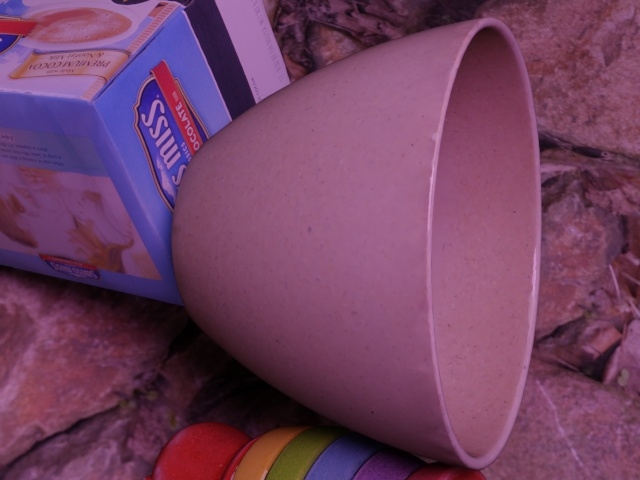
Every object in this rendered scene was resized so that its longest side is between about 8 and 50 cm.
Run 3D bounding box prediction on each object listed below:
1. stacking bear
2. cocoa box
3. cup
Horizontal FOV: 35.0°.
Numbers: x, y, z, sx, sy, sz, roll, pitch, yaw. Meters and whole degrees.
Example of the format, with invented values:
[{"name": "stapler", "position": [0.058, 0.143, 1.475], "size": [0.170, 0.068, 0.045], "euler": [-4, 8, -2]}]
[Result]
[{"name": "stacking bear", "position": [-0.019, 0.229, 0.845], "size": [0.289, 0.164, 0.175], "euler": [8, 29, 33]}, {"name": "cocoa box", "position": [-0.229, -0.117, 0.939], "size": [0.347, 0.231, 0.228], "euler": [10, 48, 30]}, {"name": "cup", "position": [0.026, -0.002, 0.801], "size": [0.236, 0.331, 0.331], "euler": [2, 48, 24]}]
